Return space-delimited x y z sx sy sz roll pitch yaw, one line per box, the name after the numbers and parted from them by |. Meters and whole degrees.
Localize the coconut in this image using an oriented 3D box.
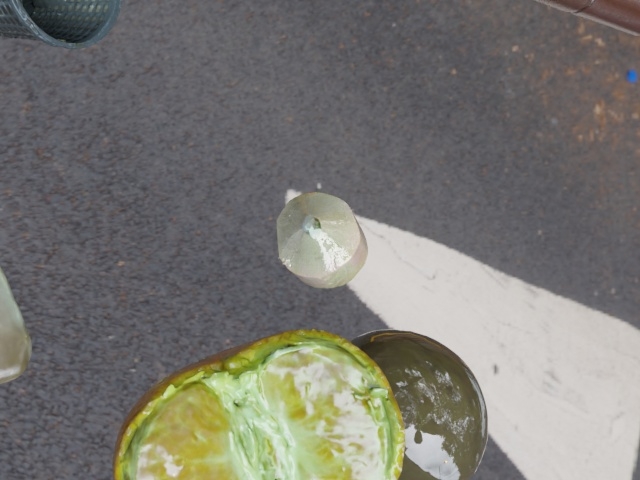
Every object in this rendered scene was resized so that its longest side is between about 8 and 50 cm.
0.000 0.000 1.083 0.122 0.116 0.116 55 50 -65 | coconut

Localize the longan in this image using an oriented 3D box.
0.112 0.233 1.084 0.248 0.248 0.248 1 88 -40 | longan

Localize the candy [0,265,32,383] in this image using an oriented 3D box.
-0.402 0.053 0.894 0.102 0.104 0.233 -24 96 -43 | candy

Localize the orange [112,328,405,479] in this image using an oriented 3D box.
-0.053 0.178 0.711 0.237 0.158 0.179 -21 87 -13 | orange

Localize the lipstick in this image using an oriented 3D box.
0.204 -0.242 0.750 0.357 0.057 0.057 2 88 -42 | lipstick

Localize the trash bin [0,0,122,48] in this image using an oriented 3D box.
-0.355 -0.311 0.993 0.175 0.161 0.175 -9 101 -59 | trash bin
